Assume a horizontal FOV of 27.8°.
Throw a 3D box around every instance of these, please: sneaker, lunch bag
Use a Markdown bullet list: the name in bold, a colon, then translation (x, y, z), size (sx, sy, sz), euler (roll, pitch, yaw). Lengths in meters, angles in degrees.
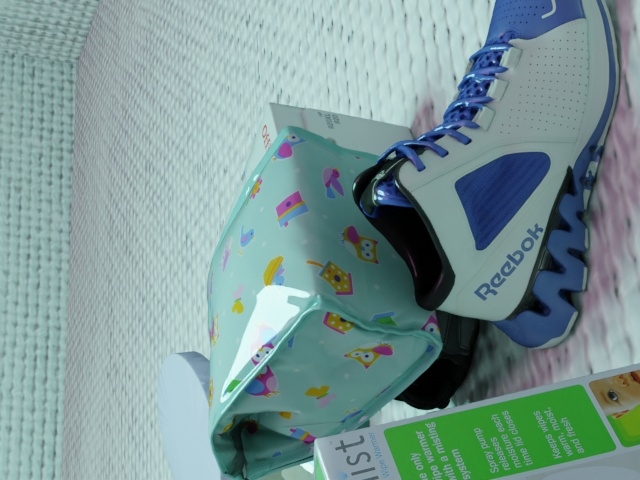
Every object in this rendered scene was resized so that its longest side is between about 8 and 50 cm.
- **sneaker**: translation (0.128, -0.075, 1.055), size (0.127, 0.182, 0.315), euler (177, 100, -69)
- **sneaker**: translation (0.073, 0.115, 1.261), size (0.276, 0.098, 0.135), euler (130, 145, -54)
- **lunch bag**: translation (-0.023, 0.069, 1.178), size (0.262, 0.160, 0.223), euler (-52, 34, 38)

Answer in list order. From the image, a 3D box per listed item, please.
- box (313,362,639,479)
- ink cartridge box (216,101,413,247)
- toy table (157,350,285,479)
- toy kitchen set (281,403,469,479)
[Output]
- **box**: translation (0.137, 0.223, 0.745), size (0.262, 0.231, 0.127), euler (-110, 13, -47)
- **ink cartridge box**: translation (0.000, 0.000, 1.400), size (0.171, 0.168, 0.232), euler (-105, 29, -48)
- **toy table**: translation (-0.080, 0.213, 1.500), size (0.274, 0.161, 0.252), euler (-132, 42, -60)
- **toy kitchen set**: translation (0.084, 0.198, 1.231), size (0.207, 0.122, 0.166), euler (33, 115, 46)
